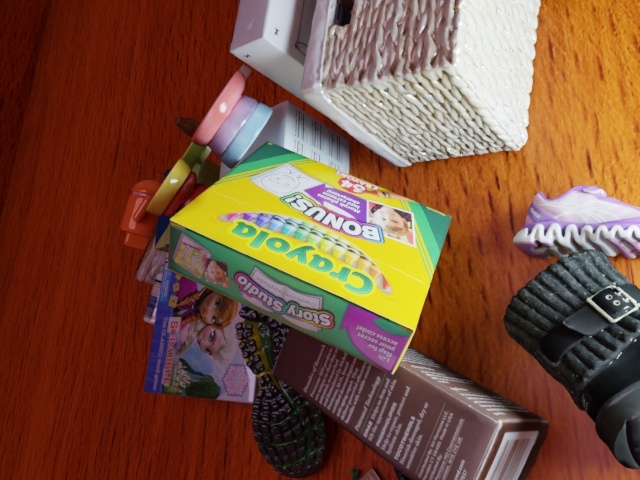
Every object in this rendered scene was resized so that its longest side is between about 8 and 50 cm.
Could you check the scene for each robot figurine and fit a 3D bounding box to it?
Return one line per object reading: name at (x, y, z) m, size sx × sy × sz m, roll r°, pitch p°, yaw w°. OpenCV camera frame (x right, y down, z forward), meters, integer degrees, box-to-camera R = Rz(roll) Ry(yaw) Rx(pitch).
robot figurine at (-0.501, -0.081, 1.518) m, size 0.128 × 0.158 × 0.219 m, roll 11°, pitch 82°, yaw 26°

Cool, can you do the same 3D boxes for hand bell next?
hand bell at (-0.251, -0.246, 1.279) m, size 0.126 × 0.242 × 0.126 m, roll -16°, pitch 65°, yaw 37°

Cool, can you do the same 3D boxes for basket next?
basket at (0.180, -0.335, 0.878) m, size 0.266 × 0.331 × 0.328 m, roll 1°, pitch 76°, yaw 39°

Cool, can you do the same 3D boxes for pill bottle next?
pill bottle at (-0.395, 0.138, 1.371) m, size 0.094 × 0.094 × 0.169 m, roll 9°, pitch 81°, yaw 42°

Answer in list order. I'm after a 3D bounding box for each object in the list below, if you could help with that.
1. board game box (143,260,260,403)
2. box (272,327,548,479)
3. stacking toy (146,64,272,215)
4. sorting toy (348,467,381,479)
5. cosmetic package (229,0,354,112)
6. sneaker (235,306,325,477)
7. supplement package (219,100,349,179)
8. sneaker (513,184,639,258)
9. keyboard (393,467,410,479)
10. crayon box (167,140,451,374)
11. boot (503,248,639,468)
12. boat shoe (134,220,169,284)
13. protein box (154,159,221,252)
board game box at (-0.248, 0.200, 1.202) m, size 0.318 × 0.066 × 0.318 m, roll -5°, pitch 72°, yaw 28°
box at (0.123, 0.243, 0.818) m, size 0.381 × 0.191 × 0.143 m, roll 26°, pitch 93°, yaw 44°
stacking toy at (-0.185, -0.177, 1.025) m, size 0.309 × 0.130 × 0.279 m, roll -47°, pitch 18°, yaw 30°
sorting toy at (0.083, 0.426, 0.910) m, size 0.062 × 0.012 × 0.083 m, roll -55°, pitch 51°, yaw 19°
cosmetic package at (0.018, -0.404, 1.007) m, size 0.097 × 0.377 × 0.284 m, roll -1°, pitch 76°, yaw 42°
sneaker at (-0.060, 0.282, 1.021) m, size 0.134 × 0.146 × 0.343 m, roll -14°, pitch 79°, yaw 10°
supplement package at (-0.075, -0.164, 1.123) m, size 0.194 × 0.203 × 0.149 m, roll -12°, pitch 67°, yaw 38°
sneaker at (0.399, -0.033, 0.746) m, size 0.236 × 0.095 × 0.104 m, roll 0°, pitch 68°, yaw 42°
keyboard at (0.160, 0.416, 0.796) m, size 0.108 × 0.023 × 0.180 m, roll -42°, pitch 33°, yaw 12°
crayon box at (0.000, 0.000, 0.830) m, size 0.363 × 0.313 × 0.106 m, roll 23°, pitch 125°, yaw 9°
boot at (0.432, 0.097, 0.644) m, size 0.348 × 0.131 × 0.260 m, roll -21°, pitch 27°, yaw 3°
boat shoe at (-0.419, 0.004, 1.443) m, size 0.277 × 0.096 × 0.098 m, roll -59°, pitch 23°, yaw 19°
protein box at (-0.262, -0.059, 1.250) m, size 0.136 × 0.201 × 0.200 m, roll -12°, pitch 68°, yaw 38°
